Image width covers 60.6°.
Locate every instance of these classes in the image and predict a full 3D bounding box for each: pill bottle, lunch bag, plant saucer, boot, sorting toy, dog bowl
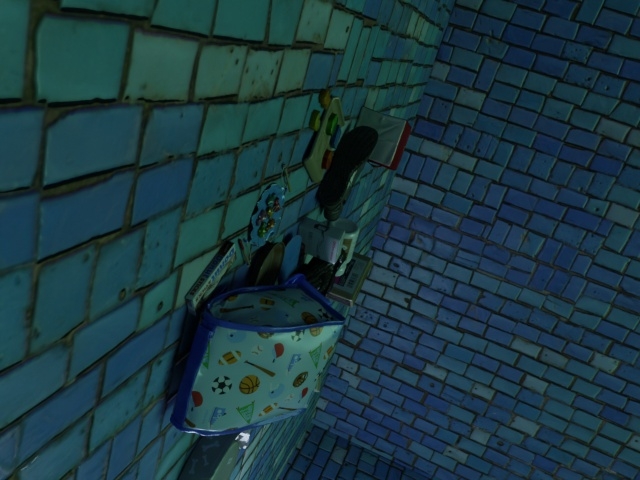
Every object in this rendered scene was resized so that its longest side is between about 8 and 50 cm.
[{"bbox_3d":[0.076,0.031,2.304,0.131,0.131,0.229,-51,159,-55],"label":"pill bottle"},{"bbox_3d":[-0.177,0.291,1.381,0.386,0.239,0.327,-3,118,-49],"label":"lunch bag"},{"bbox_3d":[-0.163,0.090,1.595,0.198,0.036,0.198,21,90,-79],"label":"plant saucer"},{"bbox_3d":[0.094,-0.246,2.009,0.338,0.118,0.222,-55,169,-8],"label":"boot"},{"bbox_3d":[0.015,-0.315,1.656,0.307,0.041,0.229,58,54,-75],"label":"sorting toy"},{"bbox_3d":[-0.052,0.174,1.988,0.260,0.131,0.348,-49,168,-39],"label":"boot"},{"bbox_3d":[-0.352,0.747,1.748,0.349,0.102,0.348,22,90,-79],"label":"dog bowl"}]

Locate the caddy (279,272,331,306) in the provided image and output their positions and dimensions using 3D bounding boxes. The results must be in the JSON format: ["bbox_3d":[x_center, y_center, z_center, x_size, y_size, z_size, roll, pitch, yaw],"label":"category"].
[{"bbox_3d":[-0.125,0.260,1.705,0.341,0.179,0.241,-60,163,21],"label":"caddy"}]

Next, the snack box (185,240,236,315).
[{"bbox_3d":[-0.247,0.083,1.248,0.064,0.022,0.178,94,21,-51],"label":"snack box"}]

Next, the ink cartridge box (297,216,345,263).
[{"bbox_3d":[0.000,0.000,1.863,0.063,0.151,0.109,-54,159,-50],"label":"ink cartridge box"}]

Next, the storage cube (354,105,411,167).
[{"bbox_3d":[0.230,-0.390,2.122,0.193,0.184,0.214,-12,123,-75],"label":"storage cube"}]

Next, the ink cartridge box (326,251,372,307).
[{"bbox_3d":[0.104,0.160,2.498,0.088,0.193,0.234,83,30,-62],"label":"ink cartridge box"}]

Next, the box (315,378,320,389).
[{"bbox_3d":[-0.059,0.441,2.203,0.121,0.148,0.311,75,20,-69],"label":"box"}]

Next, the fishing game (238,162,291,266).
[{"bbox_3d":[-0.134,-0.060,1.458,0.189,0.041,0.264,85,29,-59],"label":"fishing game"}]

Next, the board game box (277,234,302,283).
[{"bbox_3d":[-0.112,0.058,1.775,0.133,0.033,0.168,-38,144,-57],"label":"board game box"}]
